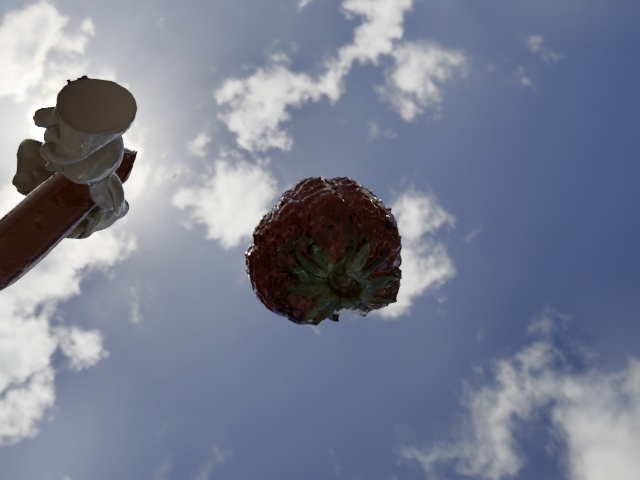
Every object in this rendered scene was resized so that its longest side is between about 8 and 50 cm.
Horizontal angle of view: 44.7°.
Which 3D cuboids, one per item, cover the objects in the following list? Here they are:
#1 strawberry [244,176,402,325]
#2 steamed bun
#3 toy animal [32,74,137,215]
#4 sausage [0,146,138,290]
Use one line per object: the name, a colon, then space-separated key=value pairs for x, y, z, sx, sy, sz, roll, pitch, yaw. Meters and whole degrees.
strawberry: x=0.000 y=0.000 z=1.294 sx=0.250 sy=0.238 sz=0.288 roll=4 pitch=-149 yaw=-16
steamed bun: x=-0.496 y=-0.079 z=1.488 sx=0.211 sy=0.218 sz=0.144 roll=28 pitch=-103 yaw=4
toy animal: x=-0.311 y=-0.106 z=1.027 sx=0.131 sy=0.220 sz=0.103 roll=-29 pitch=-110 yaw=-29
sausage: x=-0.443 y=-0.046 z=1.272 sx=0.348 sy=0.094 sz=0.097 roll=-47 pitch=-147 yaw=-14
